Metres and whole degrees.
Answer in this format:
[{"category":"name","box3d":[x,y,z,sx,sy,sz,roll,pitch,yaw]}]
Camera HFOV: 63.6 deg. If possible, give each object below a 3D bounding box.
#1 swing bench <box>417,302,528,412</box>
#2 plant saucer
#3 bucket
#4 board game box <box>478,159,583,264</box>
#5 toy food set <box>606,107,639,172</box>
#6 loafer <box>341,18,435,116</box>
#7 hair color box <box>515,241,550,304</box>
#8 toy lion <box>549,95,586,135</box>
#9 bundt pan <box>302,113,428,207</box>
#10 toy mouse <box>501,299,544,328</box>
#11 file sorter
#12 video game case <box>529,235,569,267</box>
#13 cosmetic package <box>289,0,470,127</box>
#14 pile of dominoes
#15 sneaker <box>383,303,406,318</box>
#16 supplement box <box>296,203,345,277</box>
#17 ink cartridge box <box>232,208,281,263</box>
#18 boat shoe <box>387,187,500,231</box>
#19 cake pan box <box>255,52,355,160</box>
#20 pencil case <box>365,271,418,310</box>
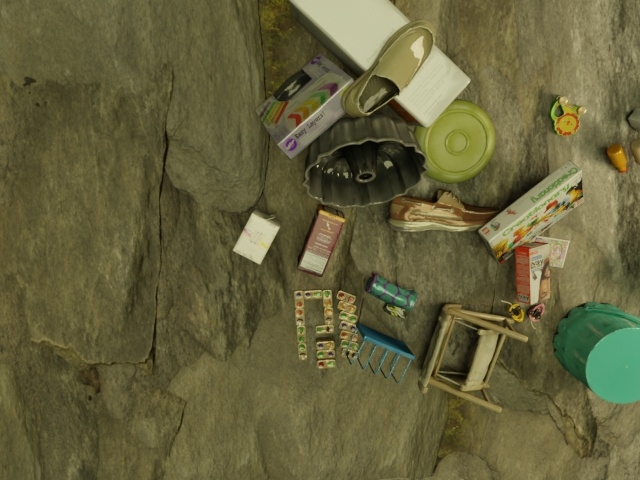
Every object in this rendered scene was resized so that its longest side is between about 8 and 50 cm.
[{"category":"swing bench","box3d":[0.445,0.343,1.565,0.255,0.165,0.253,15,103,1]},{"category":"plant saucer","box3d":[0.385,-0.280,1.475,0.241,0.037,0.240,0,103,0]},{"category":"bucket","box3d":[0.874,0.339,1.557,0.282,0.183,0.280,0,103,-1]},{"category":"board game box","box3d":[0.600,-0.072,1.463,0.305,0.053,0.193,-39,145,8]},{"category":"toy food set","box3d":[0.928,-0.296,1.454,0.232,0.111,0.104,-52,130,0]},{"category":"loafer","box3d":[0.165,-0.379,1.176,0.102,0.092,0.268,34,108,-31]},{"category":"hair color box","box3d":[0.623,0.094,1.513,0.093,0.053,0.167,-13,104,-31]},{"category":"toy lion","box3d":[0.696,-0.349,1.470,0.100,0.034,0.096,26,109,-7]},{"category":"bundt pan","box3d":[0.109,-0.217,1.366,0.331,0.330,0.124,-8,66,1]},{"category":"toy mouse","box3d":[0.646,0.194,1.595,0.143,0.031,0.161,-39,105,-1]},{"category":"file sorter","box3d":[0.177,0.345,1.569,0.171,0.118,0.104,24,97,-10]},{"category":"video game case","box3d":[0.686,0.033,1.569,0.122,0.011,0.087,8,103,-3]},{"category":"cosmetic package","box3d":[0.142,-0.498,1.321,0.453,0.230,0.161,41,100,-9]},{"category":"pile of dominoes","box3d":[0.021,0.273,1.599,0.196,0.040,0.250,-4,104,0]},{"category":"sneaker","box3d":[0.230,0.218,1.598,0.083,0.031,0.035,32,143,-22]},{"category":"supplement box","box3d":[0.000,0.000,1.500,0.081,0.104,0.188,20,103,-6]},{"category":"ink cartridge box","box3d":[-0.178,-0.021,1.498,0.090,0.092,0.143,27,100,-7]},{"category":"boat shoe","box3d":[0.356,-0.089,1.480,0.325,0.123,0.116,-1,101,-3]},{"category":"cake pan box","box3d":[-0.037,-0.357,1.345,0.246,0.266,0.070,-37,128,8]},{"category":"pencil case","box3d":[0.214,0.155,1.562,0.152,0.064,0.070,25,64,-6]}]
